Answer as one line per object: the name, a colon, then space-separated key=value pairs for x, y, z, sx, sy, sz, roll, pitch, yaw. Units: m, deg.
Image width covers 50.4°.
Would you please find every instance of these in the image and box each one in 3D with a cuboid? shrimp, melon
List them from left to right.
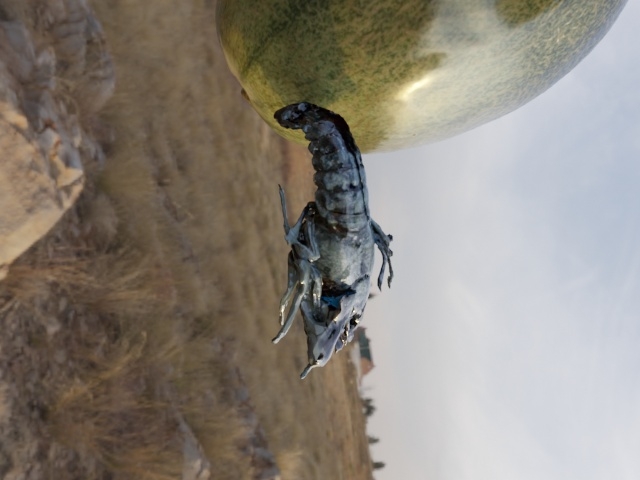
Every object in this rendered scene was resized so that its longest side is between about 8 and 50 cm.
shrimp: x=0.003 y=-0.001 z=0.430 sx=0.076 sy=0.082 sz=0.174 roll=5 pitch=-78 yaw=53
melon: x=0.077 y=-0.200 z=0.504 sx=0.249 sy=0.329 sz=0.248 roll=55 pitch=12 yaw=-18
